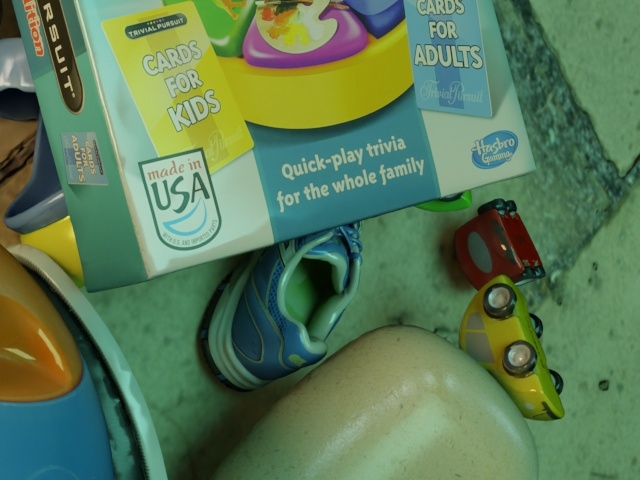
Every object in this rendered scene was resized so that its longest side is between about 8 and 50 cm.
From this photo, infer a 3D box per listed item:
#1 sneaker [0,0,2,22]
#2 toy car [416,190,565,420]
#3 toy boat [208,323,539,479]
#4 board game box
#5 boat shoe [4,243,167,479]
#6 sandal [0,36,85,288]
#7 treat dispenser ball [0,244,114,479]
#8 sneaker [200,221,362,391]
[{"bbox_3d":[-0.219,-0.190,0.806,0.086,0.064,0.192,6,65,-78],"label":"sneaker"},{"bbox_3d":[0.088,-0.011,1.058,0.225,0.053,0.239,58,17,-24],"label":"toy car"},{"bbox_3d":[0.046,0.220,0.994,0.267,0.148,0.318,-47,115,-11],"label":"toy boat"},{"bbox_3d":[-0.041,-0.167,0.849,0.253,0.079,0.336,-16,92,-33],"label":"board game box"},{"bbox_3d":[-0.134,0.153,0.847,0.091,0.114,0.303,-24,93,-36],"label":"boat shoe"},{"bbox_3d":[-0.093,-0.122,0.920,0.138,0.126,0.317,50,53,-22],"label":"sandal"},{"bbox_3d":[-0.228,0.108,0.647,0.288,0.288,0.288,7,80,-42],"label":"treat dispenser ball"},{"bbox_3d":[0.000,0.000,1.014,0.080,0.081,0.211,35,60,-33],"label":"sneaker"}]
